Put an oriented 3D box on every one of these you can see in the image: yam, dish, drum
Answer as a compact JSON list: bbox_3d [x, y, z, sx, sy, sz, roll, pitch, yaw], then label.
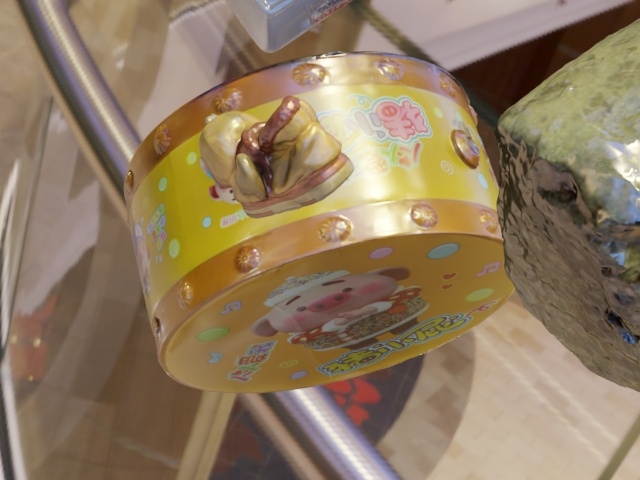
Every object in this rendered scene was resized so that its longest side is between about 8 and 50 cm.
[{"bbox_3d":[0.242,-0.057,0.627,0.300,0.195,0.195,-36,56,-16],"label":"yam"},{"bbox_3d":[-0.014,-0.344,1.240,0.154,0.234,0.064,56,5,-4],"label":"dish"},{"bbox_3d":[0.000,0.000,1.175,0.431,0.431,0.214,-1,61,-30],"label":"drum"}]

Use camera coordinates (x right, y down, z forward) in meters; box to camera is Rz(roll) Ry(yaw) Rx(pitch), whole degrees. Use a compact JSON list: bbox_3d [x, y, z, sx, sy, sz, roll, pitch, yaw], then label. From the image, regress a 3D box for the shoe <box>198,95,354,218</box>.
[{"bbox_3d":[-0.028,-0.057,0.660,0.072,0.069,0.109,-38,23,-15],"label":"shoe"}]
